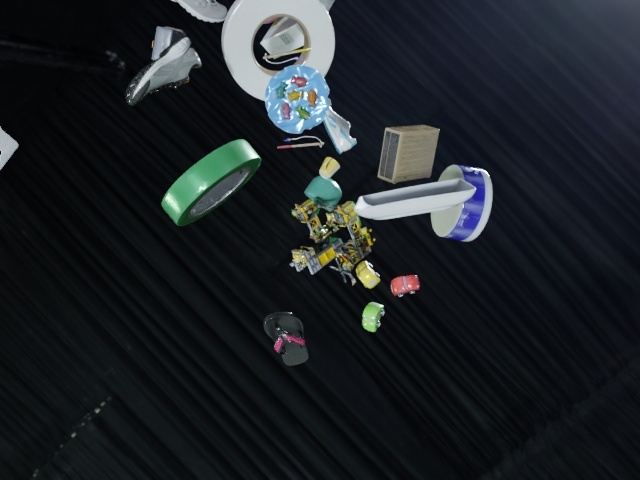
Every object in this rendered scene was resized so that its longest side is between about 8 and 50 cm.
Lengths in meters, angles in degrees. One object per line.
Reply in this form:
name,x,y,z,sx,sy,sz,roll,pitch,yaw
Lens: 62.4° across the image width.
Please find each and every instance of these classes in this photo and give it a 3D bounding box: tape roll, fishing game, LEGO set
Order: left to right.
tape roll,-0.325,-0.172,1.594,0.321,0.077,0.321,-40,-1,-1
tape roll,-0.141,-0.670,1.802,0.392,0.392,0.072,-44,36,13
fishing game,-0.065,-0.383,1.439,0.189,0.264,0.041,-2,12,12
LEGO set,0.000,0.000,1.760,0.192,0.255,0.331,-36,33,-29

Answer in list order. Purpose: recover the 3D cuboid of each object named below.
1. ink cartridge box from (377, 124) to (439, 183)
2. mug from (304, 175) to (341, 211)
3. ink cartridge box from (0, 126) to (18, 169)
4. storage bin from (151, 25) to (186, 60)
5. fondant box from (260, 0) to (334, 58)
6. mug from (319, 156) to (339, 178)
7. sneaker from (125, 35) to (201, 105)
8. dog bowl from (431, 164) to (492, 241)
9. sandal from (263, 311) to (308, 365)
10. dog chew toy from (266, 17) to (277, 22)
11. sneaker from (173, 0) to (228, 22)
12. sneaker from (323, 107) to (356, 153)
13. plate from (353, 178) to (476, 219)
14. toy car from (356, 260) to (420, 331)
ink cartridge box,0.333,-0.329,1.990,0.234,0.088,0.193,-14,-59,-42
mug,0.008,-0.191,2.024,0.097,0.157,0.129,-54,-40,-2
ink cartridge box,-0.663,-0.194,0.937,0.067,0.198,0.115,-5,52,36
storage bin,-0.511,-0.638,1.736,0.091,0.098,0.135,-65,-11,-79
fondant box,-0.080,-0.921,2.163,0.238,0.096,0.330,-3,53,48
mug,0.024,-0.265,1.928,0.062,0.078,0.064,16,65,46
sneaker,-0.441,-0.467,1.500,0.100,0.108,0.272,5,50,51
dog bowl,0.495,-0.133,1.878,0.265,0.104,0.265,-172,90,-77
sandal,-0.056,0.191,0.979,0.067,0.040,0.179,-16,-44,2
dog chew toy,-0.246,-0.964,2.009,0.206,0.207,0.332,-44,-5,8
sneaker,-0.422,-0.828,1.757,0.281,0.105,0.115,16,-49,-40
sneaker,0.070,-0.481,2.211,0.092,0.229,0.087,-25,-3,0
plate,0.228,-0.100,1.311,0.277,0.045,0.278,-10,10,9
toy car,0.191,0.193,1.757,0.053,0.238,0.225,26,-98,-58
